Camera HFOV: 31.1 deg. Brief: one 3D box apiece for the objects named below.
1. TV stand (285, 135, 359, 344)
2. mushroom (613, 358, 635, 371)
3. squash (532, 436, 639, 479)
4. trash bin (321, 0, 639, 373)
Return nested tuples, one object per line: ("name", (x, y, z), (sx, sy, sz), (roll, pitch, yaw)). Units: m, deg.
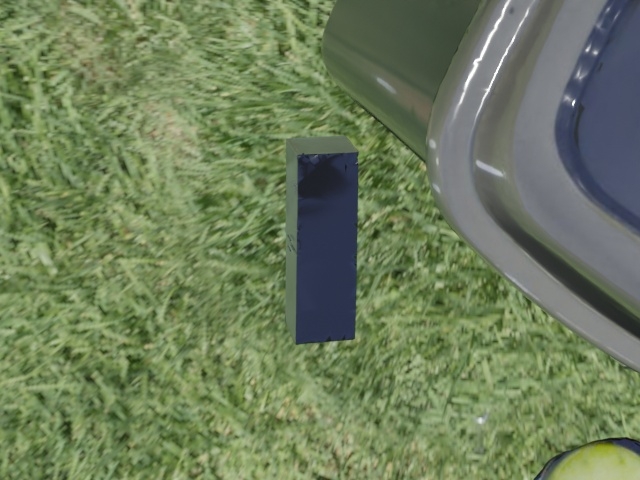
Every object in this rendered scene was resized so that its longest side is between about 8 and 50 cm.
("TV stand", (0.000, 0.000, 1.538), (0.088, 0.083, 0.270), (-4, 111, -10))
("mushroom", (0.547, 0.083, 1.869), (0.164, 0.189, 0.267), (46, 129, -13))
("squash", (0.233, 0.296, 0.977), (0.236, 0.204, 0.155), (-9, 120, 10))
("trash bin", (0.123, -0.076, 0.416), (0.182, 0.290, 0.209), (33, 97, -22))
